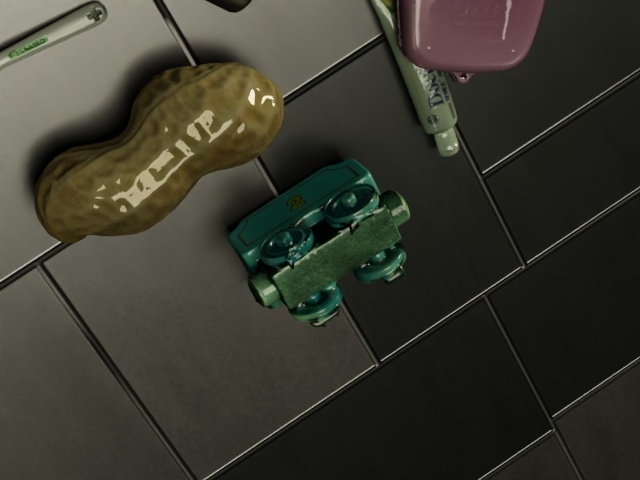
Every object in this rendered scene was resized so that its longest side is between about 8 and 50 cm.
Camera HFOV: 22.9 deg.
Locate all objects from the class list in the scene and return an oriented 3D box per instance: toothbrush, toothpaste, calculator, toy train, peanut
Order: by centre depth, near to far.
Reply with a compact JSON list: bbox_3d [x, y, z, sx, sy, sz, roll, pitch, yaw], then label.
[{"bbox_3d":[-0.362,-0.178,1.673,0.304,0.030,0.030,-29,121,-11],"label":"toothbrush"},{"bbox_3d":[-0.179,-0.098,1.731,0.298,0.120,0.136,-35,98,-3],"label":"peanut"},{"bbox_3d":[0.181,-0.322,1.801,0.194,0.043,0.294,-2,108,-25],"label":"calculator"},{"bbox_3d":[0.000,0.000,1.820,0.203,0.163,0.112,-31,119,-8],"label":"toy train"},{"bbox_3d":[0.114,-0.210,1.848,0.067,0.037,0.255,-26,117,-11],"label":"toothpaste"}]

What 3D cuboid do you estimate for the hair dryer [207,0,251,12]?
[{"bbox_3d":[-0.123,-0.389,1.657,0.195,0.078,0.248,22,94,-29],"label":"hair dryer"}]
